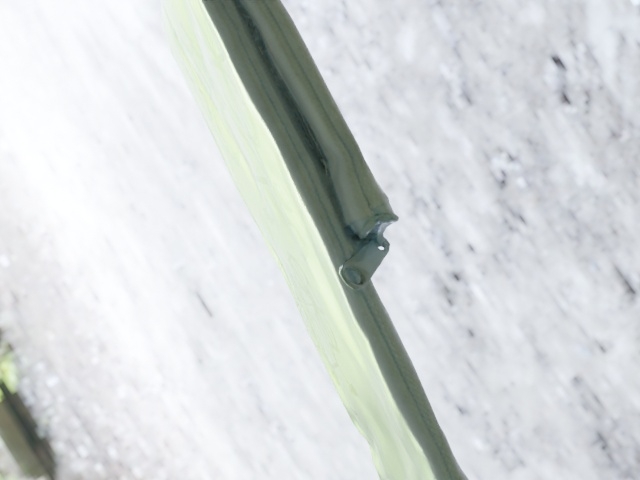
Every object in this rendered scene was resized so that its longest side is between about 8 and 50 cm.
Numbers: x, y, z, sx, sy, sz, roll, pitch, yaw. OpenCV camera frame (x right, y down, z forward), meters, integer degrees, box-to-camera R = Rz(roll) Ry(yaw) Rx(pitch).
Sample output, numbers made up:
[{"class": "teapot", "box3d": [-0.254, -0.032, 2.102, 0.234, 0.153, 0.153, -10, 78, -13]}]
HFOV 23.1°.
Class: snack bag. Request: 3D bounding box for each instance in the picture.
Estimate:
[{"class": "snack bag", "box3d": [0.000, 0.000, 0.811, 0.342, 0.037, 0.323, 64, 174, 0]}]
